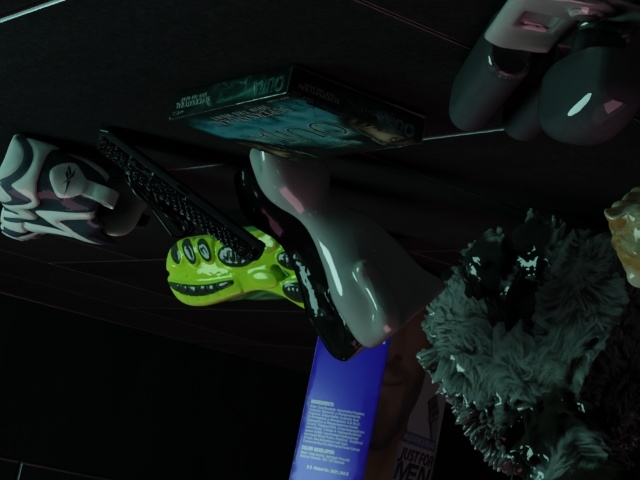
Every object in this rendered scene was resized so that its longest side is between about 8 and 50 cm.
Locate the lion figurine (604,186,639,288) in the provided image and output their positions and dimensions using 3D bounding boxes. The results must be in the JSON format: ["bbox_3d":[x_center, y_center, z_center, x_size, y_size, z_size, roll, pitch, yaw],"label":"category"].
[{"bbox_3d":[0.407,0.028,1.147,0.392,0.142,0.240,13,179,-35],"label":"lion figurine"}]

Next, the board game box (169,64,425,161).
[{"bbox_3d":[-0.021,-0.096,1.260,0.126,0.026,0.186,18,169,-30],"label":"board game box"}]

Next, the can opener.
[{"bbox_3d":[0.123,-0.094,0.933,0.074,0.093,0.280,11,175,-3],"label":"can opener"}]

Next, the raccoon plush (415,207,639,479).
[{"bbox_3d":[0.240,0.188,1.501,0.216,0.447,0.299,-10,148,30],"label":"raccoon plush"}]

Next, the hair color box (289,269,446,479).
[{"bbox_3d":[0.069,0.200,1.948,0.110,0.339,0.185,4,168,30],"label":"hair color box"}]

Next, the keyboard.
[{"bbox_3d":[-0.141,-0.032,1.536,0.192,0.038,0.100,37,168,-1],"label":"keyboard"}]

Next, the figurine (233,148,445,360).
[{"bbox_3d":[0.000,0.000,1.466,0.209,0.092,0.215,50,167,1],"label":"figurine"}]

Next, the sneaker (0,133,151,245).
[{"bbox_3d":[-0.253,-0.035,1.699,0.153,0.094,0.235,20,160,0],"label":"sneaker"}]

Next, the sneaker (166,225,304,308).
[{"bbox_3d":[-0.034,0.021,1.822,0.295,0.110,0.123,3,-167,30],"label":"sneaker"}]
